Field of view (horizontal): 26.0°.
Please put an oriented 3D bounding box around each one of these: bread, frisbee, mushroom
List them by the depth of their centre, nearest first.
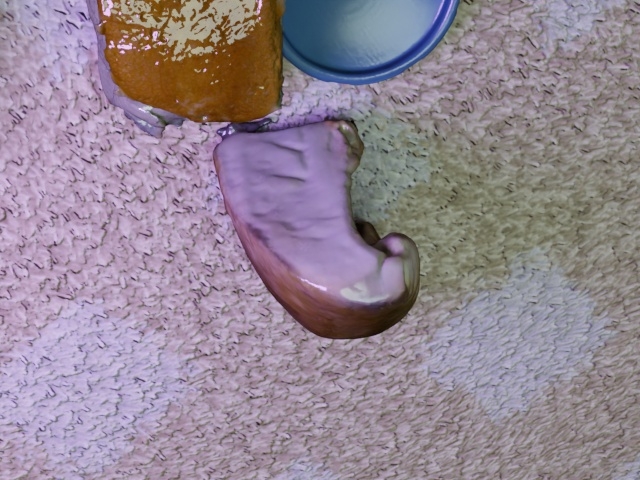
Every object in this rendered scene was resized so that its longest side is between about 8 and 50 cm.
[{"bbox_3d":[-0.172,-0.264,1.750,0.250,0.225,0.279,-8,121,-8],"label":"bread"},{"bbox_3d":[0.055,-0.349,1.878,0.289,0.049,0.290,-8,122,-12],"label":"frisbee"},{"bbox_3d":[0.011,0.042,1.879,0.224,0.397,0.314,-15,124,-7],"label":"mushroom"}]
